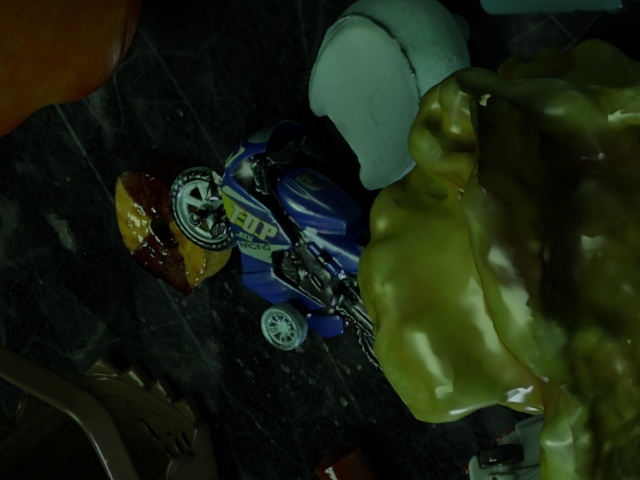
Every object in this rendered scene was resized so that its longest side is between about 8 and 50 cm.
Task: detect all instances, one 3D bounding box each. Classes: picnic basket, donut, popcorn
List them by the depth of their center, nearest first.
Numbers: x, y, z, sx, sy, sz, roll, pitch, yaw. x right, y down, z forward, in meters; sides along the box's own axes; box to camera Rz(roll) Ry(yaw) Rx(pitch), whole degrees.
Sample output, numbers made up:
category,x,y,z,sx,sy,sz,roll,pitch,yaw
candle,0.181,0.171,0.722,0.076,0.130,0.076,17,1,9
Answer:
category,x,y,z,sx,sy,sz,roll,pitch,yaw
popcorn,0.186,0.029,1.047,0.290,0.325,0.321,41,120,61
donut,-0.146,-0.016,1.560,0.140,0.059,0.140,30,135,35
picnic basket,-0.272,0.246,1.699,0.254,0.291,0.321,22,142,41

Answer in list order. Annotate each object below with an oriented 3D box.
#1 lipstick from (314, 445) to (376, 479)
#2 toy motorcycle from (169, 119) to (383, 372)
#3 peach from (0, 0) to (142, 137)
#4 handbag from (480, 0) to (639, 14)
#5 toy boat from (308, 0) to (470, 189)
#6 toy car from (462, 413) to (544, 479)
category,x,y,z,sx,sy,sz,roll,pitch,yaw
lipstick,0.084,0.334,1.518,0.081,0.081,0.300,-24,96,54
toy motorcycle,0.000,0.000,1.361,0.315,0.113,0.169,32,128,19
peach,-0.311,-0.274,1.351,0.335,0.310,0.406,-2,100,36
handbag,0.141,-0.257,1.028,0.144,0.057,0.221,20,130,56
toy boat,0.062,-0.125,1.240,0.134,0.079,0.208,58,156,14
toy car,0.180,0.200,1.279,0.112,0.139,0.112,129,131,-73
